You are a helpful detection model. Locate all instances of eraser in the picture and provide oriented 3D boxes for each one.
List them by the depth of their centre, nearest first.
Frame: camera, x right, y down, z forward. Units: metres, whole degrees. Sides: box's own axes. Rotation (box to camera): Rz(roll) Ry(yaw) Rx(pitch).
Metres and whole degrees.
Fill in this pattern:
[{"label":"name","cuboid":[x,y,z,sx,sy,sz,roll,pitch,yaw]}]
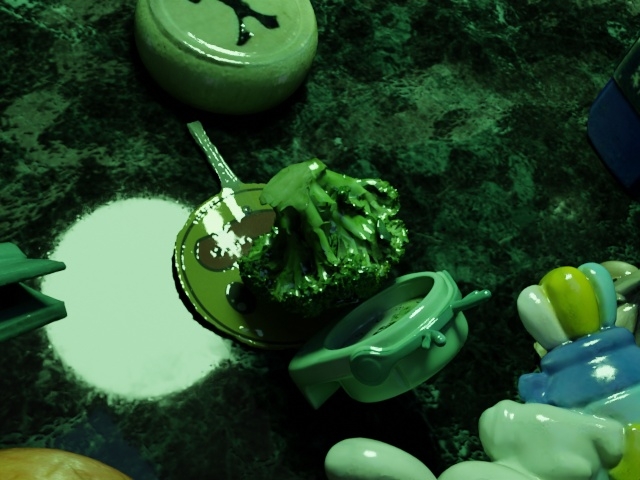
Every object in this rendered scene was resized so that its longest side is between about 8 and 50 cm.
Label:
[{"label":"eraser","cuboid":[0.461,-0.209,1.153,0.102,0.332,0.155,-17,65,-26]}]

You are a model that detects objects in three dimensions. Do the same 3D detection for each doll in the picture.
[{"label":"doll","cuboid":[0.247,0.219,0.867,0.376,0.187,0.365,46,72,-15]}]

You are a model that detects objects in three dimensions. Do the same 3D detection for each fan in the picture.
[{"label":"fan","cuboid":[-0.070,-0.009,1.039,0.230,0.011,0.335,-21,66,-30]}]

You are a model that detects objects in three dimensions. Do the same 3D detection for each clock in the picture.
[{"label":"clock","cuboid":[0.073,0.094,0.895,0.159,0.211,0.066,-39,102,-33]}]

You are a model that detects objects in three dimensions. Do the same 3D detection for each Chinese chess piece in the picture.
[{"label":"Chinese chess piece","cuboid":[-0.119,-0.263,1.147,0.238,0.092,0.237,8,55,-12]}]

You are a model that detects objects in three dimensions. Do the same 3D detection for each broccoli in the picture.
[{"label":"broccoli","cuboid":[0.000,0.000,0.948,0.195,0.156,0.195,-17,51,22]}]

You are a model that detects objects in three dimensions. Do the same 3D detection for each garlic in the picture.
[{"label":"garlic","cuboid":[0.332,0.070,1.018,0.127,0.194,0.131,26,45,-12]}]

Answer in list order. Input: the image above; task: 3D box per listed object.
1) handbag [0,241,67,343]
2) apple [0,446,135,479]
[{"label":"handbag","cuboid":[-0.363,0.033,0.640,0.269,0.100,0.274,7,16,38]},{"label":"apple","cuboid":[-0.221,0.270,0.648,0.206,0.251,0.272,27,30,1]}]
